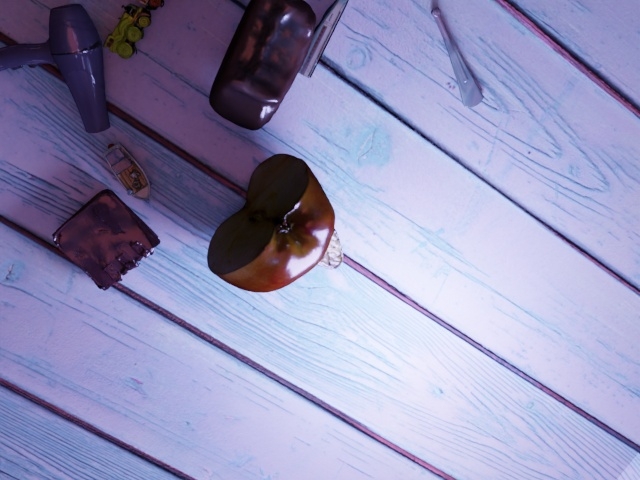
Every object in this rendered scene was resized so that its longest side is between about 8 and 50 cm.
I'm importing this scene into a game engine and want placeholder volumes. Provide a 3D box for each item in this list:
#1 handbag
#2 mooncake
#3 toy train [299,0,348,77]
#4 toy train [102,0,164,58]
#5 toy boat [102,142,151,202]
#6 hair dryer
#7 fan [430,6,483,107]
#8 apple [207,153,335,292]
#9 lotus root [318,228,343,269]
[{"bbox_3d":[-0.551,-0.002,1.952,0.203,0.074,0.216,-41,109,5],"label":"handbag"},{"bbox_3d":[-0.126,-0.437,1.772,0.174,0.334,0.325,26,60,-16],"label":"mooncake"},{"bbox_3d":[0.009,-0.532,1.897,0.048,0.055,0.252,27,100,-5],"label":"toy train"},{"bbox_3d":[-0.431,-0.555,1.813,0.085,0.053,0.249,32,105,-15],"label":"toy train"},{"bbox_3d":[-0.487,-0.170,1.920,0.069,0.059,0.173,-32,108,1],"label":"toy boat"},{"bbox_3d":[-0.694,-0.398,1.822,0.361,0.121,0.301,-6,115,3],"label":"hair dryer"},{"bbox_3d":[0.349,-0.477,1.977,0.057,0.023,0.282,-27,108,9],"label":"fan"},{"bbox_3d":[-0.123,-0.037,1.856,0.295,0.365,0.328,-10,104,-25],"label":"apple"},{"bbox_3d":[0.002,-0.002,2.005,0.095,0.135,0.159,-13,121,-3],"label":"lotus root"}]
